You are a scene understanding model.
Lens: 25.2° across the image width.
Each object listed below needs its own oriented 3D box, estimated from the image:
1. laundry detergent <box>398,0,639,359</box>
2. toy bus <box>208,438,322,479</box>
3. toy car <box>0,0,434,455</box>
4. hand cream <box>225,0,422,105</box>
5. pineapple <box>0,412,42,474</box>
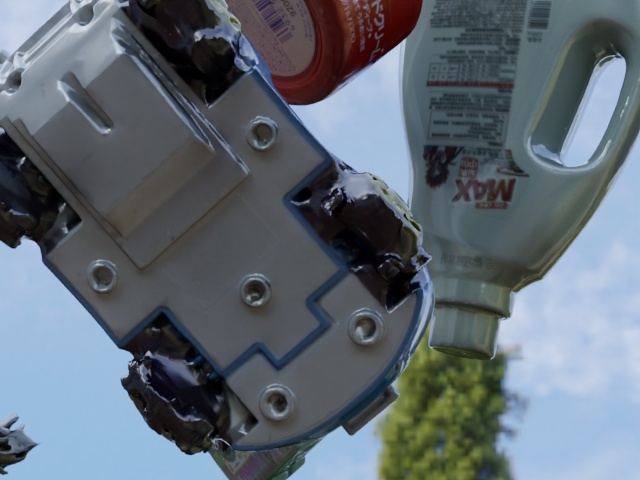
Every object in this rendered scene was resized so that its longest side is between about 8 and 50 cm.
[{"bbox_3d":[0.186,-0.083,1.392,0.264,0.397,0.125,5,-13,26],"label":"laundry detergent"},{"bbox_3d":[-0.060,0.225,1.685,0.091,0.109,0.261,-30,-12,-25],"label":"toy bus"},{"bbox_3d":[-0.069,-0.017,0.870,0.198,0.166,0.314,-42,-90,9],"label":"toy car"},{"bbox_3d":[-0.015,-0.228,1.300,0.193,0.125,0.193,29,-38,26],"label":"hand cream"},{"bbox_3d":[-0.357,0.133,1.203,0.141,0.170,0.310,10,-33,33],"label":"pineapple"}]
